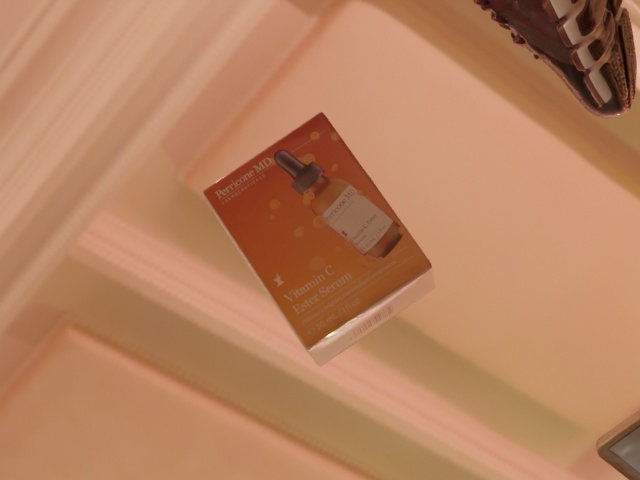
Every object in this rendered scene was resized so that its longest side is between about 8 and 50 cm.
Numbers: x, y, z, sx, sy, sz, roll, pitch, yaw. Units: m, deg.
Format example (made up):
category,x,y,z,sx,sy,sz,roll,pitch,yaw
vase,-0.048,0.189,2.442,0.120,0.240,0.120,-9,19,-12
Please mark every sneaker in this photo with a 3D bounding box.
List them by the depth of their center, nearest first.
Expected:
category,x,y,z,sx,sy,sz,roll,pitch,yaw
sneaker,0.142,-0.211,1.179,0.162,0.106,0.281,-17,-69,33

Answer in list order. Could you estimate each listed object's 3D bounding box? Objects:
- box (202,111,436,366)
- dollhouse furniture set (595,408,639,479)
category,x,y,z,sx,sy,sz,roll,pitch,yaw
box,0.000,0.000,1.247,0.130,0.170,0.091,-35,-15,-2
dollhouse furniture set,0.214,0.200,0.600,0.197,0.301,0.151,38,-60,-18
